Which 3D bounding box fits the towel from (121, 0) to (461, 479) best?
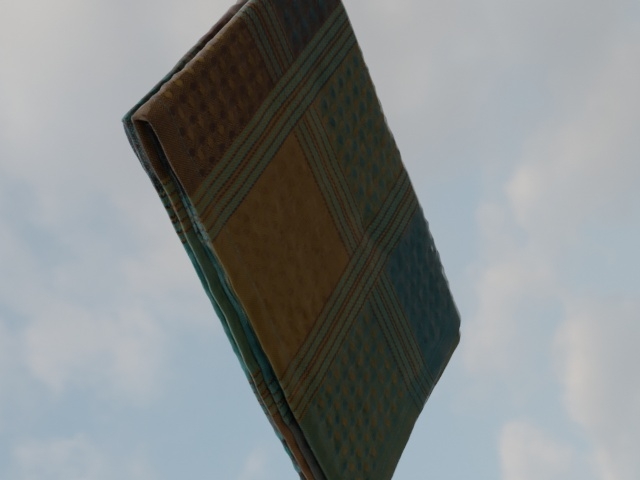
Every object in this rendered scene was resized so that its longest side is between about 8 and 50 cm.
[{"bbox_3d":[0.000,0.000,0.949,0.271,0.040,0.370,-56,-48,-46],"label":"towel"}]
